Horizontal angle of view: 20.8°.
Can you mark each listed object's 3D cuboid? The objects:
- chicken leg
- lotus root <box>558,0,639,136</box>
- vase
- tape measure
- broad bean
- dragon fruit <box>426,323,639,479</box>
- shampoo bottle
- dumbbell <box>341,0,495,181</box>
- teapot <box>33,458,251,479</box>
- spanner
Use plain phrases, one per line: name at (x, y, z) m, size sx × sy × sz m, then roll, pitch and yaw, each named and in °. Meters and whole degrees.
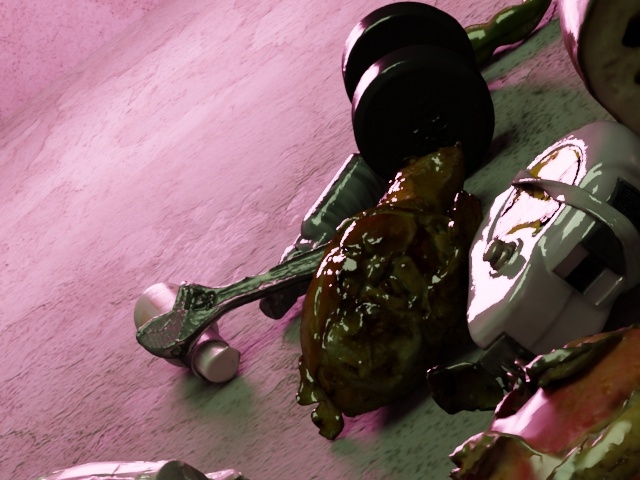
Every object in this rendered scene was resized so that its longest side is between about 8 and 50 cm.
chicken leg at (0.080, 0.006, 1.629) m, size 0.211 × 0.140 × 0.361 m, roll -32°, pitch 24°, yaw 44°
lotus root at (0.336, -0.244, 1.588) m, size 0.250 × 0.250 × 0.346 m, roll -30°, pitch 18°, yaw 26°
vase at (0.000, 0.000, 1.893) m, size 0.211 × 0.060 × 0.060 m, roll -54°, pitch 24°, yaw -20°
tape measure at (0.207, -0.005, 1.447) m, size 0.197 × 0.120 × 0.236 m, roll -47°, pitch 16°, yaw 23°
broad bean at (0.189, -0.236, 2.062) m, size 0.213 × 0.048 × 0.070 m, roll -37°, pitch 24°, yaw 9°
dragon fruit at (0.174, 0.190, 0.939) m, size 0.291 × 0.269 × 0.250 m, roll -50°, pitch 13°, yaw -33°
shampoo bottle at (-0.143, 0.107, 1.905) m, size 0.074 × 0.074 × 0.192 m, roll -43°, pitch 32°, yaw -6°
dumbbell at (0.105, -0.163, 1.912) m, size 0.152 × 0.152 × 0.218 m, roll -36°, pitch 21°, yaw 12°
teapot at (-0.155, 0.274, 1.527) m, size 0.178 × 0.221 × 0.163 m, roll -20°, pitch 66°, yaw 22°
spanner at (-0.048, 0.044, 1.829) m, size 0.325 × 0.026 × 0.093 m, roll -22°, pitch 45°, yaw 10°
